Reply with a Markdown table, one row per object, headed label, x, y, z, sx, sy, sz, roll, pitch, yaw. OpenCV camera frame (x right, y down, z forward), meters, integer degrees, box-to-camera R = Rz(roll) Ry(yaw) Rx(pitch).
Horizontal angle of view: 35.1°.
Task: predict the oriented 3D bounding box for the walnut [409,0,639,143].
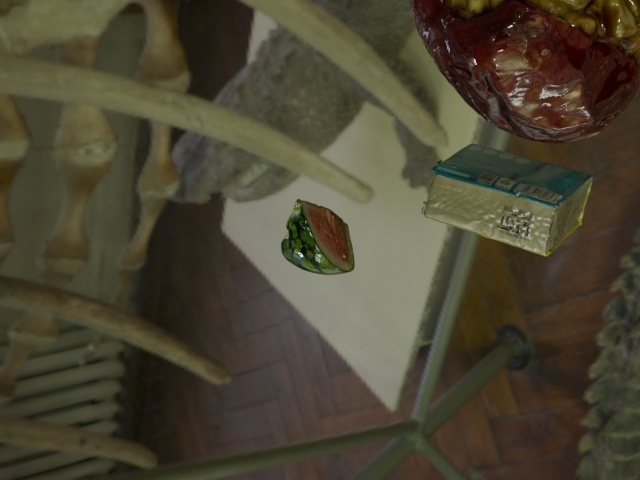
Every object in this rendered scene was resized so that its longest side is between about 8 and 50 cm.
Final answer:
| label | x | y | z | sx | sy | sz | roll | pitch | yaw |
| --- | --- | --- | --- | --- | --- | --- | --- | --- | --- |
| walnut | 0.221 | -0.218 | 0.996 | 0.243 | 0.269 | 0.222 | 2 | 85 | 38 |

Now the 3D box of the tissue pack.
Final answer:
| label | x | y | z | sx | sy | sz | roll | pitch | yaw |
| --- | --- | --- | --- | --- | --- | --- | --- | --- | --- |
| tissue pack | 0.363 | -0.081 | 1.968 | 0.270 | 0.192 | 0.134 | 20 | 120 | 29 |

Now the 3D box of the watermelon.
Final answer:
| label | x | y | z | sx | sy | sz | roll | pitch | yaw |
| --- | --- | --- | --- | --- | --- | --- | --- | --- | --- |
| watermelon | -0.010 | 0.010 | 1.280 | 0.069 | 0.163 | 0.087 | -21 | 72 | 19 |
